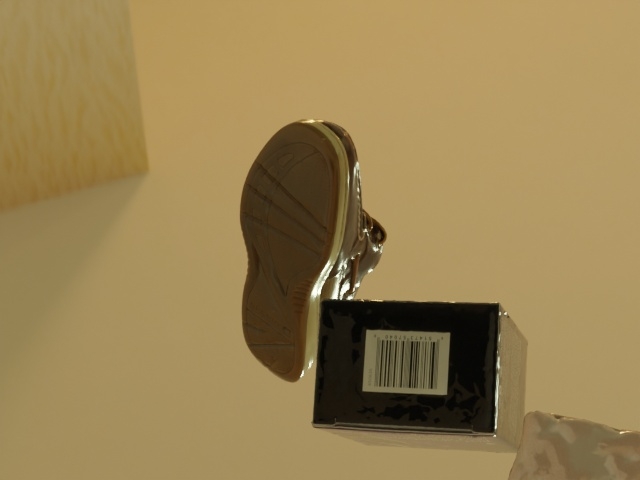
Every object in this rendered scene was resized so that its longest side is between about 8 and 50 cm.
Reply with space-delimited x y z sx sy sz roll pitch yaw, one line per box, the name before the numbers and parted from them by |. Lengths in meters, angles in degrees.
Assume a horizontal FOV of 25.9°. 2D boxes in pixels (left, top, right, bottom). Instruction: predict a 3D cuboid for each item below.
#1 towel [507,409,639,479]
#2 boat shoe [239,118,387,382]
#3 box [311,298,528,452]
towel | 0.235 0.276 0.770 0.332 0.053 0.317 10 -100 26
boat shoe | 0.000 0.000 1.430 0.123 0.342 0.123 36 -129 28
box | 0.092 0.119 1.191 0.153 0.207 0.108 0 -103 16
